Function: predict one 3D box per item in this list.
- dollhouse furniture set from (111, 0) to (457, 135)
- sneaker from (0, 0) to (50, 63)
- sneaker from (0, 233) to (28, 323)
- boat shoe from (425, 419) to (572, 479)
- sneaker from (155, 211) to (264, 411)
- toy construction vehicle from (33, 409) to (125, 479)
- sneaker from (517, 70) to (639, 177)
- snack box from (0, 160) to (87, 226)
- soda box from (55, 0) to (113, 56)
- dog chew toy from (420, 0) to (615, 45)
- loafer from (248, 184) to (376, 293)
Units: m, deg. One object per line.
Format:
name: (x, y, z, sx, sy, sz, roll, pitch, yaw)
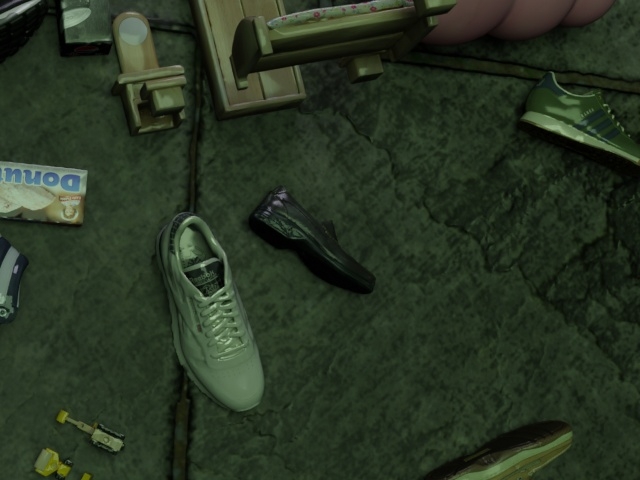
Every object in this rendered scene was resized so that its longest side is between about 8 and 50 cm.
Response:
dollhouse furniture set: (-0.063, -0.260, 1.532, 0.303, 0.355, 0.174, -12, 84, -18)
sneaker: (-0.438, -0.230, 1.550, 0.283, 0.107, 0.124, -33, 85, -19)
sneaker: (-0.425, 0.086, 1.484, 0.153, 0.099, 0.282, 42, 66, -15)
boat shoe: (0.219, 0.277, 1.682, 0.190, 0.068, 0.072, -22, 99, -9)
sneaker: (-0.123, 0.083, 1.592, 0.090, 0.095, 0.235, -23, 89, -21)
toy construction vehicle: (-0.259, 0.241, 1.558, 0.098, 0.035, 0.086, 26, 85, -8)
sneaker: (0.349, -0.151, 1.788, 0.192, 0.064, 0.086, 21, 80, -9)
snack box: (-0.353, -0.056, 1.584, 0.178, 0.022, 0.064, 5, 80, -16)
soda box: (-0.278, -0.301, 1.633, 0.060, 0.053, 0.169, -5, 81, -18)
dog chew toy: (0.224, -0.333, 1.720, 0.331, 0.206, 0.207, 2, 80, -24)
loafer: (0.000, 0.000, 1.662, 0.170, 0.062, 0.061, 36, 68, -9)
